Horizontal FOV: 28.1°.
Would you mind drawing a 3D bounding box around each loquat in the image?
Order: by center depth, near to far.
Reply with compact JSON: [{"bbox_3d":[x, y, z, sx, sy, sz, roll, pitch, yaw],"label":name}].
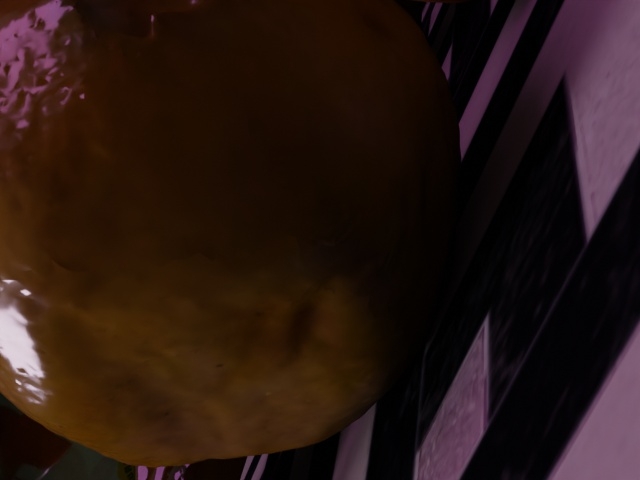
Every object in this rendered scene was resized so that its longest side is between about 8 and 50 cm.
[{"bbox_3d":[-0.046,-0.012,0.451,0.234,0.187,0.176,71,-158,-57],"label":"loquat"}]

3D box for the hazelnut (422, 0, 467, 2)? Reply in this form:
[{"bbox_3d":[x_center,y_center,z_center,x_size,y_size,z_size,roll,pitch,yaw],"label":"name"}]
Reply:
[{"bbox_3d":[0.038,-0.181,0.532,0.150,0.150,0.150,-159,90,-87],"label":"hazelnut"}]

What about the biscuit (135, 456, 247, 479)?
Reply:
[{"bbox_3d":[-0.123,0.061,0.703,0.359,0.046,0.359,-32,47,43],"label":"biscuit"}]

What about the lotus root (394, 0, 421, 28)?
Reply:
[{"bbox_3d":[-0.051,-0.080,0.870,0.179,0.195,0.398,-92,21,-54],"label":"lotus root"}]

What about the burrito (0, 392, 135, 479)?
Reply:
[{"bbox_3d":[-0.093,0.170,0.537,0.054,0.104,0.288,-28,-65,-86],"label":"burrito"}]
